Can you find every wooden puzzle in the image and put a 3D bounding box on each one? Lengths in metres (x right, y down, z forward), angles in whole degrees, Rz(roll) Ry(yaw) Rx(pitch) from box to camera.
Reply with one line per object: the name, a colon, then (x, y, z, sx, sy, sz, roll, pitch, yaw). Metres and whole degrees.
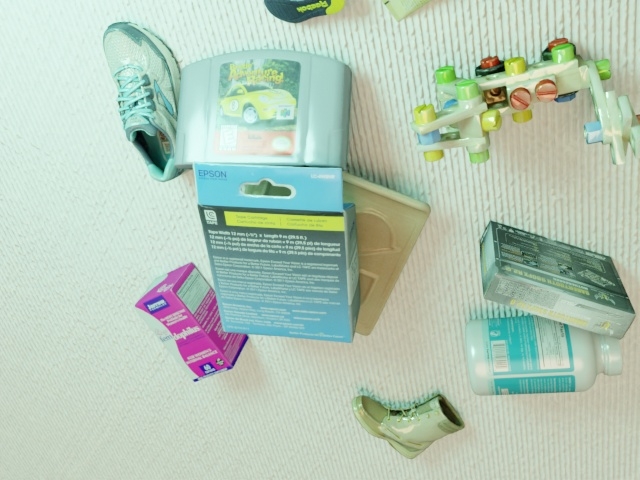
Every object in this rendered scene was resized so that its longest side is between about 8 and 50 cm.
wooden puzzle: (0.000, 0.000, 1.153, 0.322, 0.080, 0.348, 21, 127, 0)

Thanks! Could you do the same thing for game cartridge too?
game cartridge: (-0.097, -0.213, 1.004, 0.294, 0.060, 0.196, 2, 81, 13)

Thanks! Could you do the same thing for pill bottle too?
pill bottle: (0.411, 0.212, 1.139, 0.264, 0.146, 0.146, -6, 118, 16)

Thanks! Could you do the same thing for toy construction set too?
toy construction set: (0.300, -0.198, 0.884, 0.328, 0.215, 0.151, 3, 121, 11)

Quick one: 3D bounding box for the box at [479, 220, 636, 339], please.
box: (0.392, 0.061, 1.034, 0.231, 0.183, 0.056, 16, 122, 2)

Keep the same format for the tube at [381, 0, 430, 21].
tube: (0.194, -0.406, 0.877, 0.240, 0.062, 0.070, -26, 110, 25)

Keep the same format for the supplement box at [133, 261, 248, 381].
supplement box: (-0.270, 0.174, 1.290, 0.111, 0.114, 0.220, -24, 110, 25)

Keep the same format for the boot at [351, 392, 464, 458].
boot: (0.190, 0.378, 1.327, 0.213, 0.077, 0.165, 40, 121, -17)

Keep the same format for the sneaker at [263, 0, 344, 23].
sneaker: (-0.021, -0.380, 0.950, 0.144, 0.059, 0.053, 4, 153, 28)

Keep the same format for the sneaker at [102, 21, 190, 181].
sneaker: (-0.296, -0.232, 1.051, 0.110, 0.122, 0.283, -12, 116, 19)

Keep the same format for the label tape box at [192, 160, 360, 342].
label tape box: (-0.064, 0.007, 1.058, 0.249, 0.115, 0.347, 3, 122, 12)
